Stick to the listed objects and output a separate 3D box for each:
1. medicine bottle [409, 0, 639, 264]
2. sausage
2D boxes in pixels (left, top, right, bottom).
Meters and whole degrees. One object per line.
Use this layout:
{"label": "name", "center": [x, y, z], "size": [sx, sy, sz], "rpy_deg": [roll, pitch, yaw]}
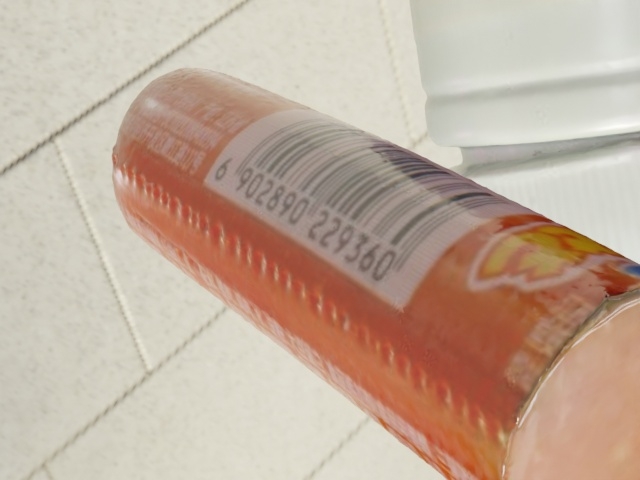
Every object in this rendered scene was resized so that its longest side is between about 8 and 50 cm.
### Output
{"label": "medicine bottle", "center": [0.131, -0.137, 0.610], "size": [0.190, 0.190, 0.332], "rpy_deg": [-14, 98, -45]}
{"label": "sausage", "center": [0.000, 0.000, 0.426], "size": [0.074, 0.274, 0.074], "rpy_deg": [-13, 116, -30]}
